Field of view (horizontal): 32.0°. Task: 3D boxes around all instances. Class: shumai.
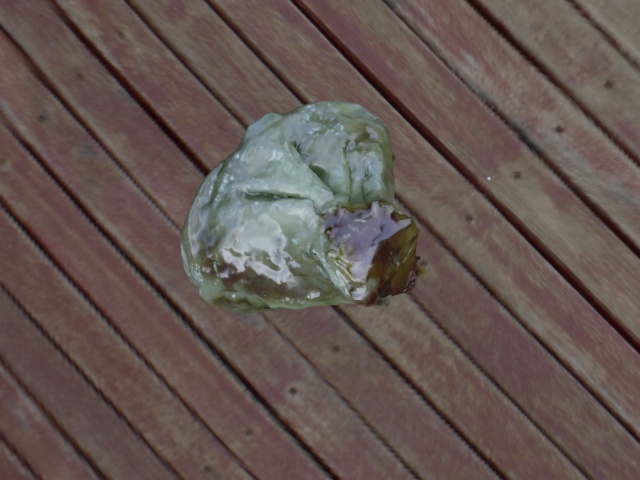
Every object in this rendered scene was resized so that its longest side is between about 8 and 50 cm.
[{"bbox_3d":[0.001,0.000,0.536,0.123,0.099,0.087,-48,45,7],"label":"shumai"}]
